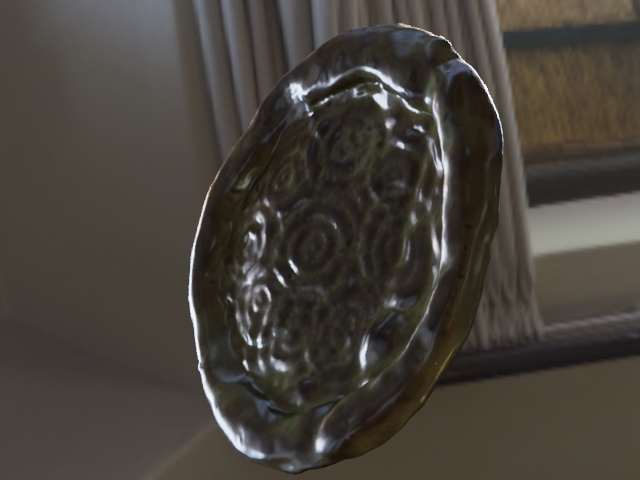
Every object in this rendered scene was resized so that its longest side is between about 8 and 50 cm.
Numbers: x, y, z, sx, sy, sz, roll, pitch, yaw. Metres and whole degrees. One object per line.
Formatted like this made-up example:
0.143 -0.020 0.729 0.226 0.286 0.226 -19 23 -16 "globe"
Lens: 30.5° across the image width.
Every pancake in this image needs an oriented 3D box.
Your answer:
0.001 0.000 0.644 0.031 0.250 0.250 17 -164 -38 "pancake"
